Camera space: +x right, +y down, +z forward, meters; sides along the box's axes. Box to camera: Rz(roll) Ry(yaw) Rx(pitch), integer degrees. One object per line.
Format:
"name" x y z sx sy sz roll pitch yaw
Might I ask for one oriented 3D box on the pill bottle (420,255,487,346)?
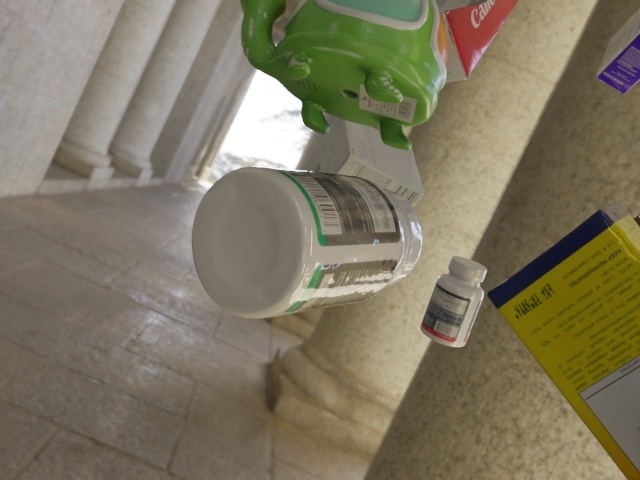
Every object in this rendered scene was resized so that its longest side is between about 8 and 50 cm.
"pill bottle" 0.297 0.132 1.575 0.107 0.180 0.108 17 13 -4

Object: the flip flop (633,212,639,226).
"flip flop" 0.868 -0.053 1.843 0.112 0.277 0.080 52 -16 43

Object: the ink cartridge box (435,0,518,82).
"ink cartridge box" 0.238 -0.410 1.301 0.271 0.309 0.130 -2 -51 38

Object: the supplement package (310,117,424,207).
"supplement package" 0.103 -0.153 1.658 0.203 0.149 0.194 25 34 -22

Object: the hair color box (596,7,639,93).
"hair color box" 0.924 -0.584 1.985 0.110 0.185 0.339 30 -28 0

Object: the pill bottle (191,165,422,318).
"pill bottle" 0.000 0.000 1.074 0.204 0.204 0.361 28 15 30

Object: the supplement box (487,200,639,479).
"supplement box" 0.431 0.147 0.977 0.357 0.194 0.195 55 27 13

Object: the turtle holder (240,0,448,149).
"turtle holder" 0.044 -0.298 1.111 0.320 0.228 0.243 10 -15 35
